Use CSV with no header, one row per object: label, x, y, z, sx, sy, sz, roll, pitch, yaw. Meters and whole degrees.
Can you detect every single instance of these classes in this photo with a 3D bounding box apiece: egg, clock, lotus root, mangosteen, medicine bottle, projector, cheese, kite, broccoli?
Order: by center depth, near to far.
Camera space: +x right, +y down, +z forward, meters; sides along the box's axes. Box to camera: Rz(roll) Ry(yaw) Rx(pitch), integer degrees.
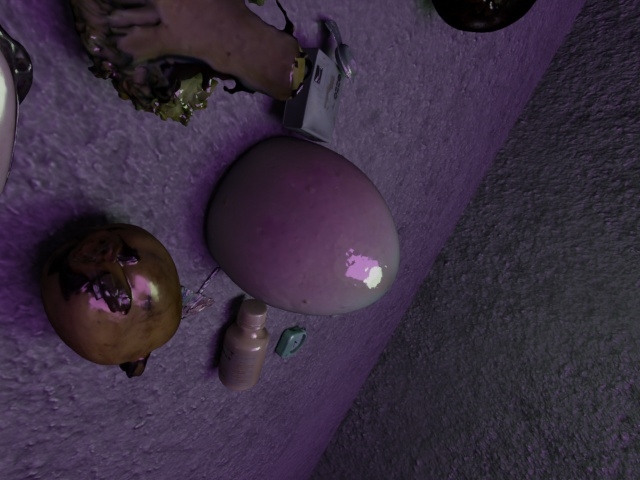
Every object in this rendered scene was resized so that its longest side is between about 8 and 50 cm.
broccoli,-0.134,-0.254,0.495,0.180,0.273,0.242,-83,-161,-73
lotus root,-0.309,0.110,0.645,0.183,0.183,0.309,-35,148,-36
projector,-0.015,-0.276,0.795,0.115,0.061,0.147,5,98,-62
cheese,0.043,-0.364,0.795,0.120,0.026,0.067,67,28,-14
egg,0.000,0.000,0.850,0.355,0.340,0.354,-41,149,-31
kite,-0.267,0.119,0.899,0.156,0.011,0.139,-53,156,-5
mangosteen,0.385,-0.627,0.924,0.288,0.233,0.287,-15,115,-35
medicine bottle,-0.192,0.266,1.061,0.114,0.114,0.252,-22,137,-49
clock,-0.089,0.338,1.390,0.135,0.041,0.101,-2,121,-59

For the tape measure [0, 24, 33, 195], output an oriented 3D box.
tape measure,-0.363,-0.083,0.309,0.232,0.133,0.270,-2,125,-50
